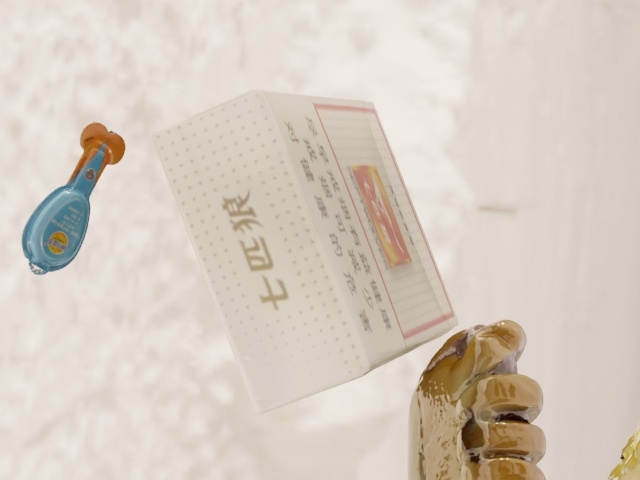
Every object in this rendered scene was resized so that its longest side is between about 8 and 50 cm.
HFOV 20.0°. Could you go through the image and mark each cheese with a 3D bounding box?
[{"bbox_3d":[-0.166,-0.027,1.218,0.047,0.017,0.111,36,78,-43],"label":"cheese"}]

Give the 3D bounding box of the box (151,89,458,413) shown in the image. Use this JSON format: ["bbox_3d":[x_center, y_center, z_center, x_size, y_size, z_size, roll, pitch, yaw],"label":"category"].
[{"bbox_3d":[0.001,0.000,1.377,0.210,0.095,0.330,69,16,2],"label":"box"}]

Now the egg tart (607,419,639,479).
[{"bbox_3d":[0.243,0.118,1.122,0.279,0.095,0.279,-58,175,-8],"label":"egg tart"}]

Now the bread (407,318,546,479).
[{"bbox_3d":[0.121,0.176,1.366,0.134,0.081,0.225,-40,-135,55],"label":"bread"}]
